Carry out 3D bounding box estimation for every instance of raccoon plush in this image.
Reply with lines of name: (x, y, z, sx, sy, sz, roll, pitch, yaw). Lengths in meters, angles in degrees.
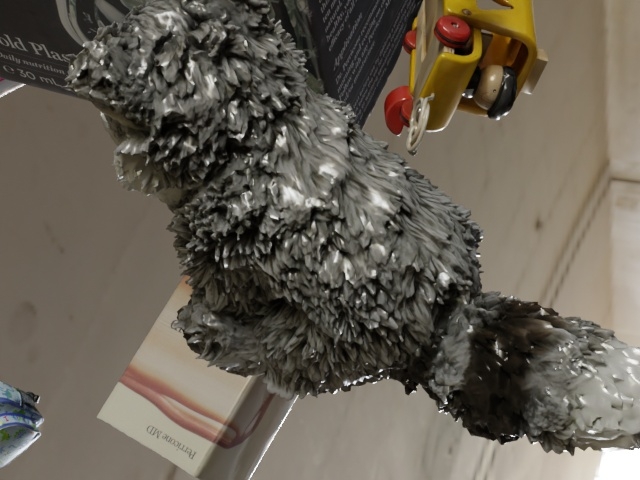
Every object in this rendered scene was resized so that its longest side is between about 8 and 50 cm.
raccoon plush: (0.033, -0.047, 0.802, 0.216, 0.446, 0.299, -59, -37, -36)

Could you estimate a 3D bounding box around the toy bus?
toy bus: (0.128, -0.153, 0.914, 0.191, 0.104, 0.202, -163, 87, -83)

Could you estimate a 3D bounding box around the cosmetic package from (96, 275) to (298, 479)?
cosmetic package: (-0.094, 0.116, 1.258, 0.296, 0.153, 0.129, -61, -26, -13)

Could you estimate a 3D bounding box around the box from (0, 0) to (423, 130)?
box: (-0.166, -0.372, 1.186, 0.471, 0.480, 0.297, 76, -145, -56)

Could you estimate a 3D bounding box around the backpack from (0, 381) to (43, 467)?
backpack: (-0.428, 0.237, 1.467, 0.105, 0.084, 0.114, -39, -37, 2)

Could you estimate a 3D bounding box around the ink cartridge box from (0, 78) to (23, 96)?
ink cartridge box: (-0.533, -0.283, 1.652, 0.235, 0.193, 0.088, -32, -36, -22)
